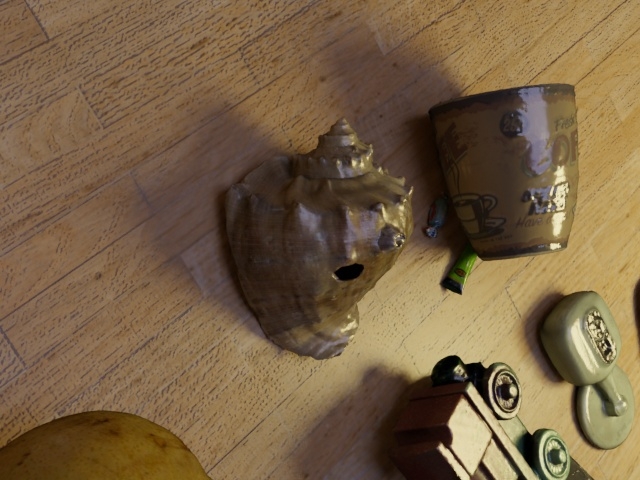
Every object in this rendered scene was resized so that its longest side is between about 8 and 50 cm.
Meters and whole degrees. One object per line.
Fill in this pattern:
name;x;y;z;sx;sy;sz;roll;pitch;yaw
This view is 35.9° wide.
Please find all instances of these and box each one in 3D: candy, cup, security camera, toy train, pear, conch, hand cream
candy;0.186;-0.042;1.571;0.030;0.020;0.083;35;62;-30
cup;0.307;-0.103;1.582;0.301;0.227;0.257;-11;96;-70
security camera;0.491;0.233;1.733;0.157;0.080;0.301;-42;111;-36
toy train;0.240;0.323;1.452;0.304;0.150;0.221;53;47;-17
pear;-0.237;0.330;0.999;0.314;0.314;0.314;8;77;-37
conch;0.004;-0.004;1.332;0.263;0.186;0.324;1;80;-20
hand cream;0.236;0.034;1.596;0.036;0.023;0.122;31;62;2

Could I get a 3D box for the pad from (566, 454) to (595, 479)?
pad;0.355;0.430;1.571;0.174;0.022;0.233;44;52;14
